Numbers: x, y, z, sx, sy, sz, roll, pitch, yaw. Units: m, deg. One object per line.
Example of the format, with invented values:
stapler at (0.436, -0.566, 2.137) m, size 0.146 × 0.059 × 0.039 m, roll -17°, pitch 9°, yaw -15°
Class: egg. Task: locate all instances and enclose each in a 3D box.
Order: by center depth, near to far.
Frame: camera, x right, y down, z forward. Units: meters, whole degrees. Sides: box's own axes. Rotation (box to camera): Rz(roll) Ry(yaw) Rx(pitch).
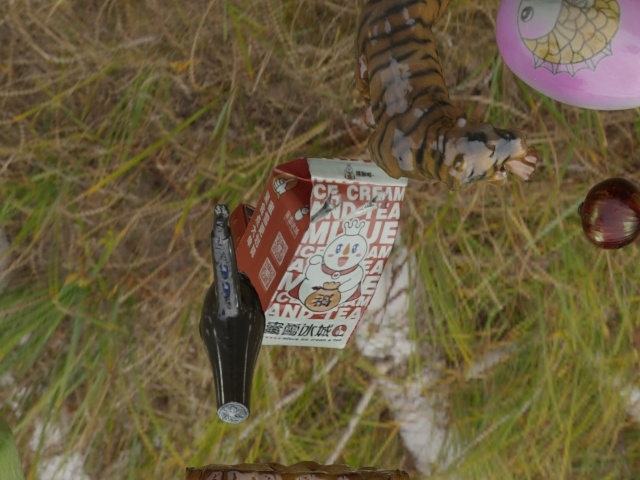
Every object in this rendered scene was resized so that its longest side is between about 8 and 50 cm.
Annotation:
egg at (0.380, -0.290, 1.497) m, size 0.271 × 0.196 × 0.196 m, roll 23°, pitch 128°, yaw 23°

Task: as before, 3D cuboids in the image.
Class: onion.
onion at (0.463, -0.046, 1.658) m, size 0.118 × 0.117 × 0.119 m, roll 12°, pitch 139°, yaw 11°

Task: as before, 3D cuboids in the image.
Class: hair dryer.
hair dryer at (-0.098, 0.055, 1.093) m, size 0.075 × 0.196 × 0.219 m, roll -4°, pitch 131°, yaw -2°

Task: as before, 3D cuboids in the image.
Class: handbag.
handbag at (0.000, 0.000, 1.444) m, size 0.171 × 0.151 × 0.298 m, roll 6°, pitch 128°, yaw -30°

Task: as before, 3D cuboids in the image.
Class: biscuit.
biscuit at (-0.033, 0.367, 1.493) m, size 0.325 × 0.107 × 0.326 m, roll 3°, pitch 168°, yaw 1°

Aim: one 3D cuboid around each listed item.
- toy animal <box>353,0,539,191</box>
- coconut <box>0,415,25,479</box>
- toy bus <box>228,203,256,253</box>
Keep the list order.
toy animal at (0.058, -0.136, 0.701) m, size 0.114 × 0.255 × 0.116 m, roll -20°, pitch 160°, yaw 17°
coconut at (-0.374, 0.254, 0.839) m, size 0.281 × 0.328 × 0.328 m, roll 10°, pitch 140°, yaw 56°
toy bus at (-0.123, 0.024, 2.023) m, size 0.096 × 0.235 × 0.073 m, roll 28°, pitch 117°, yaw -26°
